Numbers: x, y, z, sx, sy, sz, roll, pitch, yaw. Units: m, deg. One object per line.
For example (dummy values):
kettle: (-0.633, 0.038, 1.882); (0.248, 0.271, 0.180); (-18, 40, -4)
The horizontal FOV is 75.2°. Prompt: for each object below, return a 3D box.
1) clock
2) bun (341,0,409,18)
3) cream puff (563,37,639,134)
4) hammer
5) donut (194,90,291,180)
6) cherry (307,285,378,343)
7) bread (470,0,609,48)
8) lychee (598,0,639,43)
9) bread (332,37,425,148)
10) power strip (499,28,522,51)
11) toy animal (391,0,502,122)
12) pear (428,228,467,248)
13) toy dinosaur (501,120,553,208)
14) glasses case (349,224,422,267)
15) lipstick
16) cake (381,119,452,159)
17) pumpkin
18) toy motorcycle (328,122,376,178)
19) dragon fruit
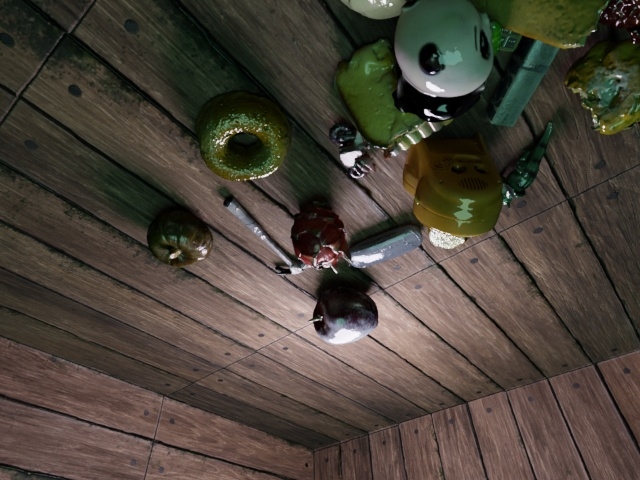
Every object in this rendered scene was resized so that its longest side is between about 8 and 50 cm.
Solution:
clock: (0.368, -0.151, 1.147); (0.244, 0.317, 0.200); (-1, 129, 0)
bun: (0.111, -0.552, 0.763); (0.293, 0.187, 0.293); (14, 141, 12)
cream puff: (0.732, -0.385, 1.013); (0.195, 0.221, 0.195); (-27, 175, -2)
hammer: (-0.185, -0.010, 1.466); (0.152, 0.044, 0.427); (-22, 132, 20)
donut: (-0.212, -0.271, 1.147); (0.272, 0.107, 0.272); (-3, 136, -3)
cherry: (0.088, 0.304, 1.673); (0.296, 0.218, 0.255); (5, 129, -15)
bread: (0.343, -0.507, 0.743); (0.245, 0.361, 0.233); (-4, 137, -2)
lychee: (0.651, -0.529, 0.804); (0.264, 0.264, 0.300); (-13, 131, 11)
bread: (0.154, -0.360, 1.056); (0.174, 0.133, 0.251); (-32, 85, 20)
power strip: (0.401, -0.500, 0.988); (0.169, 0.028, 0.076); (5, 136, -8)
toy animal: (0.254, -0.371, 0.837); (0.212, 0.212, 0.267); (-9, 170, 6)
pear: (0.437, -0.048, 1.408); (0.141, 0.104, 0.141); (15, 135, 16)
toy dinosaur: (0.615, -0.219, 1.263); (0.079, 0.120, 0.292); (21, 108, -8)
glasses case: (0.230, 0.025, 1.498); (0.282, 0.067, 0.109); (-23, 135, 18)
lipstick: (0.512, -0.423, 1.037); (0.076, 0.077, 0.289); (5, 136, -8)
cake: (0.258, -0.309, 1.123); (0.090, 0.109, 0.225); (25, 129, -26)
pumpkin: (-0.470, 0.004, 1.382); (0.219, 0.162, 0.219); (2, 135, 2)
toy motorcycle: (0.109, -0.260, 1.188); (0.118, 0.084, 0.212); (-19, 141, 15)
dragon fruit: (0.000, 0.000, 1.362); (0.192, 0.193, 0.274); (15, 127, 47)
